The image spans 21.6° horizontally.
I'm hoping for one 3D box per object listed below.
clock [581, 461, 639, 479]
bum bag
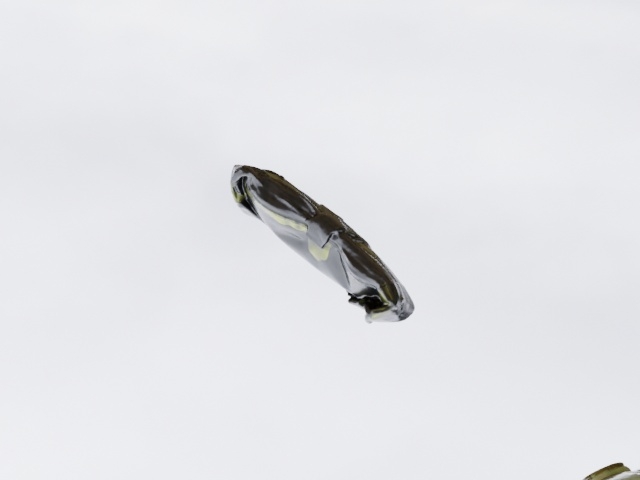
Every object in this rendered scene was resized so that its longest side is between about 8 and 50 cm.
[{"bbox_3d":[0.435,0.407,2.102,0.117,0.286,0.348,-21,-175,-15],"label":"clock"},{"bbox_3d":[0.000,0.000,1.610,0.232,0.060,0.107,42,178,19],"label":"bum bag"}]
